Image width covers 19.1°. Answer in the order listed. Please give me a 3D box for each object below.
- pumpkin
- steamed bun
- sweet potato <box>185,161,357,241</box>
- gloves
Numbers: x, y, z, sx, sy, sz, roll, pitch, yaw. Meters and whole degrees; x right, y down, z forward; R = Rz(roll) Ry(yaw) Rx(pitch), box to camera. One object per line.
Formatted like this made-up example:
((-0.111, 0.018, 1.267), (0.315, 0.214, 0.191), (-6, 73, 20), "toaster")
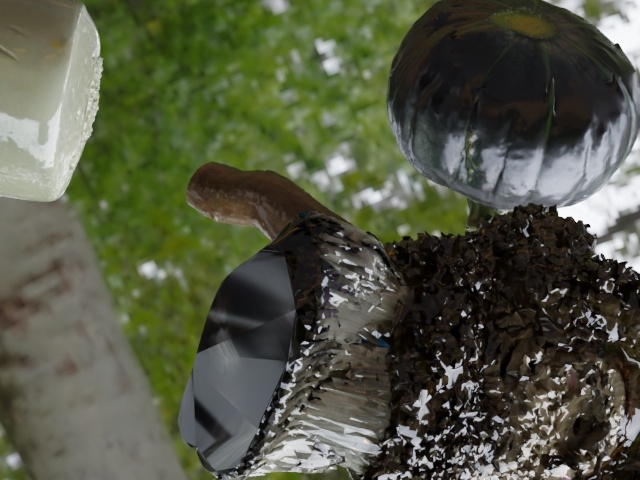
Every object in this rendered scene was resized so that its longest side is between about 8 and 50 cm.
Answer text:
((0.216, -0.138, 2.176), (0.295, 0.296, 0.296), (-18, -151, 10), "pumpkin")
((-0.304, -0.128, 1.728), (0.200, 0.250, 0.155), (10, -116, -2), "steamed bun")
((0.000, 0.000, 1.636), (0.281, 0.067, 0.059), (30, -154, 33), "sweet potato")
((0.086, 0.074, 1.124), (0.312, 0.210, 0.135), (15, -175, -19), "gloves")
